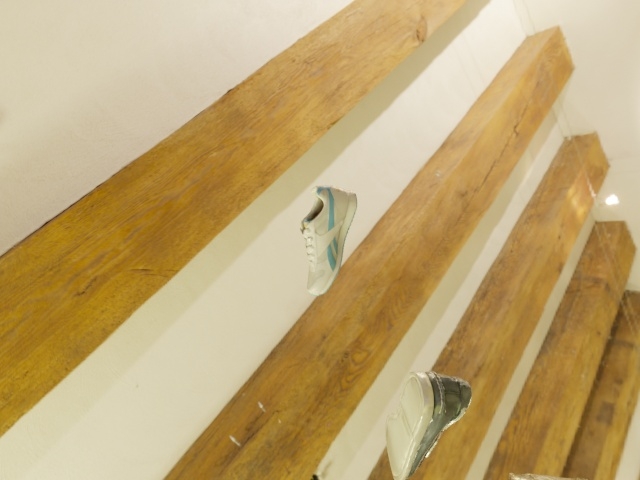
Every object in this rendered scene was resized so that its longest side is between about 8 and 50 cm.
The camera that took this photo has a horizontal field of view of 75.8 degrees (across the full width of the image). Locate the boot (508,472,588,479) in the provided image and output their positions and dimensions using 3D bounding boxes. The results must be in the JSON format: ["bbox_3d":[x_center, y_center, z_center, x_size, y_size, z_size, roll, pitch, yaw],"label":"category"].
[{"bbox_3d":[0.517,0.572,0.930,0.213,0.165,0.077,54,-147,-53],"label":"boot"}]

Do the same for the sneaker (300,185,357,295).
[{"bbox_3d":[0.000,0.000,0.844,0.092,0.087,0.229,12,-85,-20],"label":"sneaker"}]

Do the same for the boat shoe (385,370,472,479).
[{"bbox_3d":[0.189,0.349,0.756,0.098,0.116,0.320,-1,-50,-8],"label":"boat shoe"}]
